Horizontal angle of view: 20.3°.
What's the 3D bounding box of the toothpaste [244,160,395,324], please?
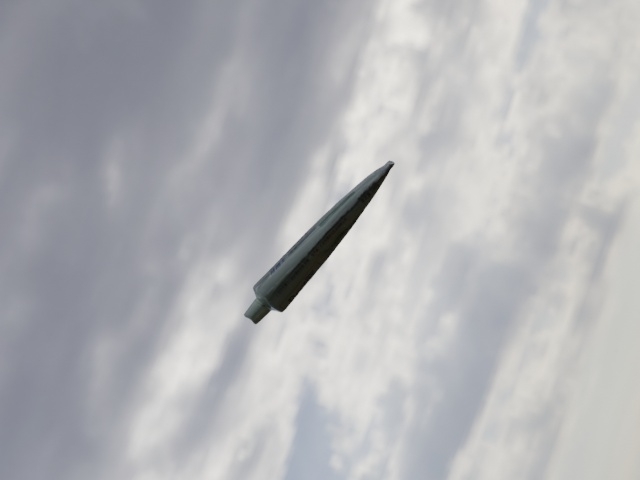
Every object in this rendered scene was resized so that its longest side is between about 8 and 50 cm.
[{"bbox_3d":[0.000,0.000,1.816,0.218,0.041,0.064,-48,4,1],"label":"toothpaste"}]
